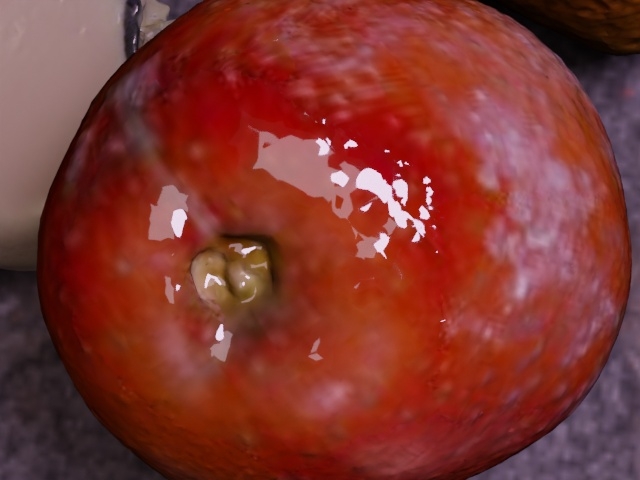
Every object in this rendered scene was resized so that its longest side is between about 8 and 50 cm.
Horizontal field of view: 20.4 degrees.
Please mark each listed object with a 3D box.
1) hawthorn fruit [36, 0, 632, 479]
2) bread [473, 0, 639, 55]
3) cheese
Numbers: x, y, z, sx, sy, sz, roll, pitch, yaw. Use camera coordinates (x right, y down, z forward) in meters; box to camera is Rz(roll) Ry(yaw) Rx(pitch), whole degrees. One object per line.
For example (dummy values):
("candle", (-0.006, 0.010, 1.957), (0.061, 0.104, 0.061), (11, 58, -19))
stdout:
("hawthorn fruit", (0.000, 0.000, 0.528), (0.173, 0.173, 0.173), (-1, 80, 6))
("bread", (0.068, -0.171, 0.572), (0.246, 0.135, 0.232), (34, 89, 11))
("cheese", (-0.105, -0.018, 0.604), (0.092, 0.047, 0.171), (18, 83, 20))
